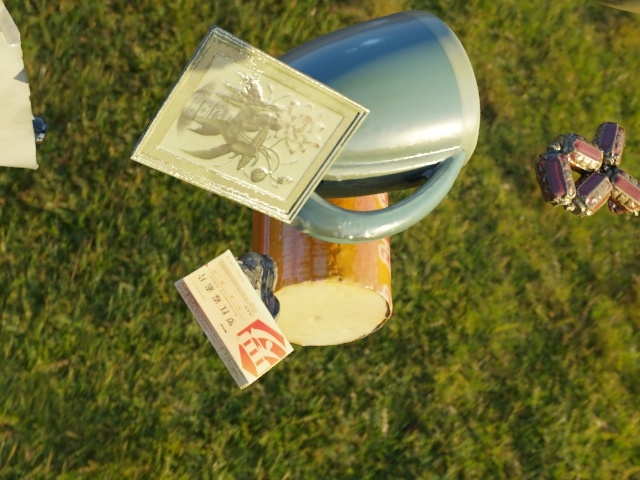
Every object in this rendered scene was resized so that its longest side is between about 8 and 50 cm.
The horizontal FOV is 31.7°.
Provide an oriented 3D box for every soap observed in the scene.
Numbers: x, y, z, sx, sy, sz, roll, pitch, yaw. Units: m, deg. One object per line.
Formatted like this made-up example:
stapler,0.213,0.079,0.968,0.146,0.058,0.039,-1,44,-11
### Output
soap,-0.386,-0.213,1.297,0.159,0.258,0.302,55,23,13

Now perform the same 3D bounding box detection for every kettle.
kettle,0.037,-0.143,1.568,0.342,0.247,0.319,-18,62,-27

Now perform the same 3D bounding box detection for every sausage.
sausage,0.000,0.000,1.844,0.233,0.233,0.287,11,60,-17

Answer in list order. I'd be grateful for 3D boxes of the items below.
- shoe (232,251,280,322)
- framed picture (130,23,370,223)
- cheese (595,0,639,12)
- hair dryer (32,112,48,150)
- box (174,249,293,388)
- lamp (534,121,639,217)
shoe,-0.118,0.072,1.607,0.092,0.089,0.180,29,26,-24
framed picture,-0.073,-0.121,1.245,0.231,0.173,0.010,21,22,-37
cheese,0.273,-0.229,0.859,0.175,0.091,0.202,-3,22,-4
hair dryer,-0.504,-0.118,1.737,0.100,0.198,0.057,24,15,-22
box,-0.064,0.058,0.841,0.093,0.015,0.058,58,39,-1
lamp,0.165,-0.039,0.695,0.083,0.031,0.063,-13,82,-40
